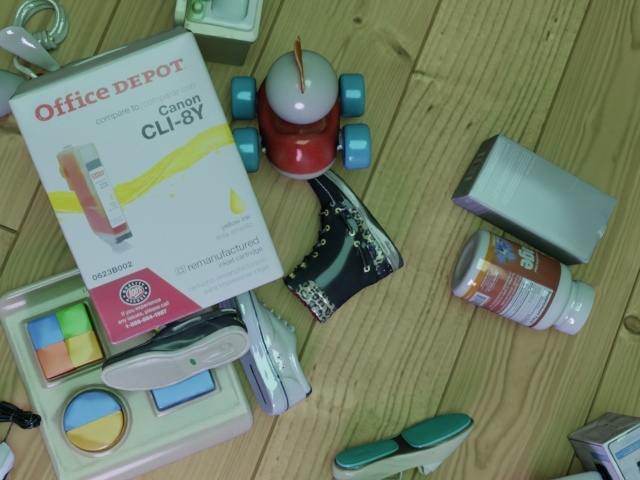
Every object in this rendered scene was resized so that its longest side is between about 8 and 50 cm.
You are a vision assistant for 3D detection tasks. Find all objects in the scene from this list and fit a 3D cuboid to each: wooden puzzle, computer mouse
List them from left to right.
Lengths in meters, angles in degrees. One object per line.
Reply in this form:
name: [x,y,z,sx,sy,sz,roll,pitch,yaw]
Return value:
computer mouse: [-0.510,0.345,1.751,0.106,0.042,0.193,17,83,21]
wooden puzzle: [-0.307,0.196,1.789,0.322,0.080,0.348,-20,89,-10]

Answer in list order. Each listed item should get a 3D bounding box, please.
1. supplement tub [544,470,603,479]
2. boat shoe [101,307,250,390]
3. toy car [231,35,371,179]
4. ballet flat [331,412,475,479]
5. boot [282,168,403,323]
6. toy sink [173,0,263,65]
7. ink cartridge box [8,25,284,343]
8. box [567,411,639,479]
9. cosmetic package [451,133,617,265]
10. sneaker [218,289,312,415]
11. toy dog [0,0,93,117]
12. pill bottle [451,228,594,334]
supplement tub: [0.406,0.482,1.823,0.144,0.144,0.200,-10,76,-9]
boat shoe: [-0.225,0.167,1.741,0.233,0.084,0.079,-19,45,-3]
toy car: [-0.031,-0.237,1.761,0.219,0.238,0.210,-1,56,-4]
ballet flat: [0.139,0.353,1.851,0.248,0.086,0.086,-16,88,-8]
boot: [0.001,0.001,1.850,0.178,0.085,0.236,-39,90,-7]
toy sink: [-0.158,-0.380,1.782,0.131,0.234,0.153,8,83,-7]
ink cartridge box: [-0.253,-0.086,1.657,0.279,0.160,0.385,-22,105,-6]
box: [0.532,0.432,1.849,0.087,0.169,0.290,-28,91,-10]
cosmetic package: [0.360,-0.066,1.900,0.238,0.107,0.127,31,81,-8]
sneaker: [-0.092,0.150,1.831,0.091,0.094,0.258,-21,92,-29]
toy dog: [-0.501,-0.245,1.756,0.333,0.161,0.220,-32,91,-10]
pill bottle: [0.336,0.074,1.873,0.216,0.121,0.121,23,82,-7]
